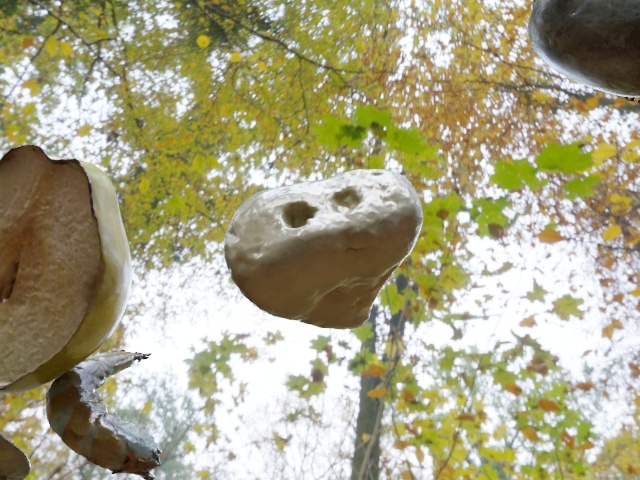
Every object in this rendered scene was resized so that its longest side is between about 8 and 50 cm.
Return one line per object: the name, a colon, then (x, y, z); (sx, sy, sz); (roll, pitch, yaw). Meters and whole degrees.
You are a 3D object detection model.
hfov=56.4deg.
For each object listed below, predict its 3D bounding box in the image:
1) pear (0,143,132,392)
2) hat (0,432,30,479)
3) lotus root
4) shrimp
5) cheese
pear: (-0.456, 0.051, 1.009); (0.340, 0.191, 0.387); (23, -93, 21)
hat: (-0.521, 0.313, 0.753); (0.257, 0.130, 0.257); (6, -43, 5)
lotus root: (0.230, -0.153, 0.460); (0.165, 0.088, 0.088); (43, -54, 30)
shrimp: (-0.366, 0.275, 1.007); (0.185, 0.287, 0.068); (21, -72, -29)
cheese: (-0.001, -0.001, 0.823); (0.247, 0.174, 0.251); (9, -42, -34)
